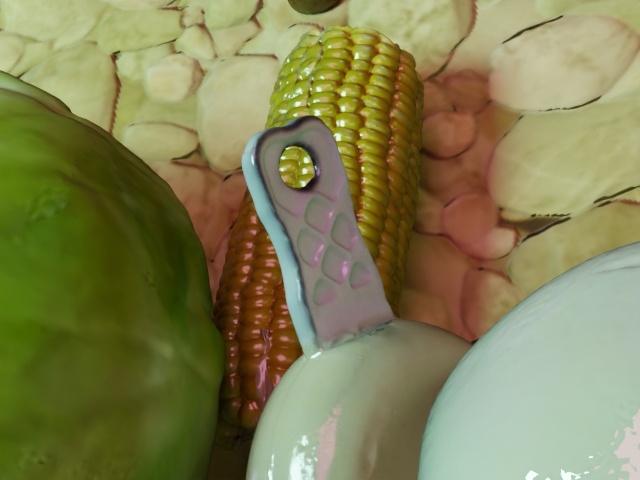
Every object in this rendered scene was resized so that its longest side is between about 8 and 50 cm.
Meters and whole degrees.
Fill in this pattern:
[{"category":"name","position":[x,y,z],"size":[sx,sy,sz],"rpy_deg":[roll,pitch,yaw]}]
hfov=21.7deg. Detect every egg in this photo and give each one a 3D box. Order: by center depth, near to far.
[{"category":"egg","position":[0.161,0.094,0.638],"size":[0.162,0.206,0.271],"rpy_deg":[-50,32,35]}]

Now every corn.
[{"category":"corn","position":[0.000,0.000,0.847],"size":[0.093,0.093,0.244],"rpy_deg":[-2,56,19]}]

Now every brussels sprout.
[{"category":"brussels sprout","position":[-0.203,0.076,0.779],"size":[0.344,0.268,0.344],"rpy_deg":[-8,33,5]}]

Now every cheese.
[{"category":"cheese","position":[0.012,0.082,0.715],"size":[0.071,0.249,0.163],"rpy_deg":[-11,30,48]}]

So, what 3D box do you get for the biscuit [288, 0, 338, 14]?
[{"category":"biscuit","position":[-0.006,-0.215,1.041],"size":[0.124,0.026,0.175],"rpy_deg":[-23,52,5]}]
